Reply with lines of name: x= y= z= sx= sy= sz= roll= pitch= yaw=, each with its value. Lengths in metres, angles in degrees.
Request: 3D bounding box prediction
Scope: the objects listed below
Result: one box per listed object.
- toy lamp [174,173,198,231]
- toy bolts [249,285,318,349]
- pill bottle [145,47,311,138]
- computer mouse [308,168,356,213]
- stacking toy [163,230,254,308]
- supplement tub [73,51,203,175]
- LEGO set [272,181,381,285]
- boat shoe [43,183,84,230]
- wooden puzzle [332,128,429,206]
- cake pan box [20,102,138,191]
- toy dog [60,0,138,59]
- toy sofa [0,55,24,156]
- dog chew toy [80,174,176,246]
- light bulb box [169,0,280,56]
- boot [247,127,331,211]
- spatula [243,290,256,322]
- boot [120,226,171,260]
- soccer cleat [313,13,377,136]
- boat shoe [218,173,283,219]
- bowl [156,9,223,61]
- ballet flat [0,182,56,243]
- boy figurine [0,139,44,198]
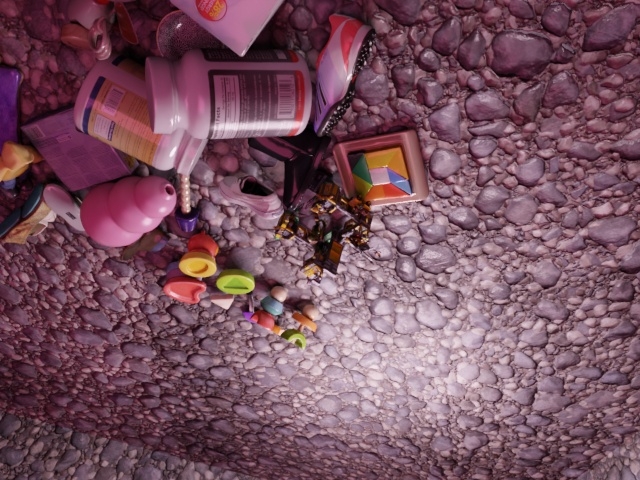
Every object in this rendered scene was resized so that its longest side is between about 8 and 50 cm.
toy lamp: x=-0.422 y=-0.144 z=1.687 sx=0.080 sy=0.080 sz=0.274 roll=12 pitch=131 yaw=1
toy bolts: x=-0.138 y=0.266 z=1.981 sx=0.229 sy=0.158 sz=0.218 roll=36 pitch=169 yaw=-32
pill bottle: x=-0.222 y=-0.351 z=1.291 sx=0.363 sy=0.210 sz=0.210 roll=-6 pitch=135 yaw=-21
computer mouse: x=0.041 y=-0.149 z=1.622 sx=0.242 sy=0.041 sz=0.071 roll=31 pitch=110 yaw=-22
stacking toy: x=-0.390 y=0.108 z=1.900 sx=0.280 sy=0.130 sz=0.309 roll=21 pitch=140 yaw=-27
supplement tub: x=-0.455 y=-0.327 z=1.432 sx=0.316 sy=0.228 sz=0.228 roll=27 pitch=130 yaw=-12
LEGO set: x=0.000 y=0.000 z=1.611 sx=0.331 sy=0.192 sz=0.255 roll=-23 pitch=128 yaw=41
boat shoe: x=-0.829 y=-0.120 z=1.764 sx=0.078 sy=0.070 sz=0.219 roll=-16 pitch=143 yaw=1
wooden puzzle: x=0.173 y=-0.193 z=1.534 sx=0.239 sy=0.044 sz=0.220 roll=-9 pitch=122 yaw=18
cake pan box: x=-0.731 y=-0.283 z=1.634 sx=0.267 sy=0.070 sz=0.245 roll=-12 pitch=125 yaw=21
toy dog: x=-0.485 y=-0.540 z=1.269 sx=0.334 sy=0.161 sz=0.220 roll=30 pitch=110 yaw=39
toy sofa: x=-0.990 y=-0.359 z=1.564 sx=0.177 sy=0.150 sz=0.362 roll=23 pitch=131 yaw=-8
dog chew toy: x=-0.580 y=-0.104 z=1.657 sx=0.332 sy=0.206 sz=0.206 roll=-19 pitch=125 yaw=30
light bulb box: x=-0.192 y=-0.653 z=1.101 sx=0.361 sy=0.225 sz=0.358 roll=34 pitch=128 yaw=-17
boot: x=-0.111 y=-0.229 z=1.502 sx=0.207 sy=0.094 sz=0.246 roll=25 pitch=105 yaw=-7
spatula: x=-0.262 y=0.220 z=1.999 sx=0.084 sy=0.030 sz=0.296 roll=2 pitch=131 yaw=13
boot: x=-0.610 y=0.023 z=1.865 sx=0.106 sy=0.082 sz=0.219 roll=35 pitch=126 yaw=-15
soccer cleat: x=0.032 y=-0.411 z=1.362 sx=0.117 sy=0.108 sz=0.318 roll=33 pitch=133 yaw=9
boat shoe: x=-0.211 y=-0.147 z=1.564 sx=0.268 sy=0.096 sz=0.088 roll=34 pitch=145 yaw=42
bowl: x=-0.316 y=-0.503 z=1.351 sx=0.170 sy=0.080 sz=0.170 roll=5 pitch=131 yaw=6
ballet flat: x=-0.974 y=-0.085 z=1.835 sx=0.349 sy=0.123 sz=0.123 roll=-31 pitch=119 yaw=31
boy figurine: x=-0.920 y=-0.226 z=1.639 sx=0.092 sy=0.177 sz=0.285 roll=55 pitch=144 yaw=-6
